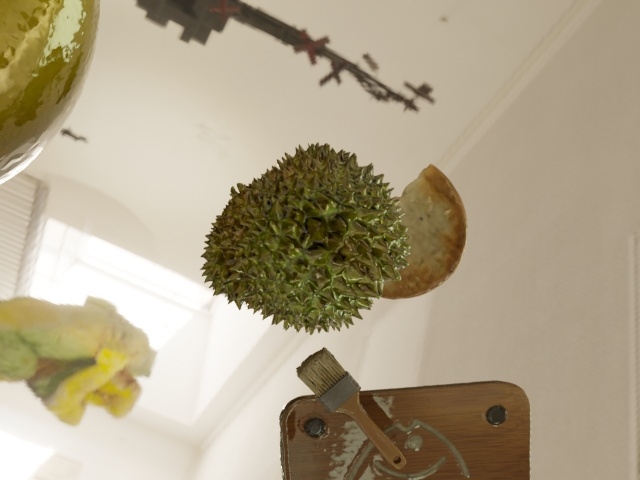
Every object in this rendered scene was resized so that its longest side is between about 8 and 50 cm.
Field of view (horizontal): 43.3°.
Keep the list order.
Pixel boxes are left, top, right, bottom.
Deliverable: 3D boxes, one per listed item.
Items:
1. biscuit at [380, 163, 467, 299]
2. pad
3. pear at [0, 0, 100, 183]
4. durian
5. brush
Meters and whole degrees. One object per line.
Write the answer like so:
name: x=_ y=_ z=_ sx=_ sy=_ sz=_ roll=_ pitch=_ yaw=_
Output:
biscuit: x=0.184 y=0.008 z=1.644 sx=0.309 sy=0.204 sz=0.040 roll=-44 pitch=174 yaw=25
pad: x=0.100 y=0.299 z=0.925 sx=0.018 sy=0.287 sz=0.283 roll=-107 pitch=-167 yaw=-76
pear: x=-0.335 y=-0.153 z=0.747 sx=0.386 sy=0.191 sz=0.340 roll=-41 pitch=-178 yaw=24
durian: x=-0.002 y=0.001 z=0.891 sx=0.237 sy=0.177 sz=0.200 roll=-25 pitch=137 yaw=-47
brush: x=0.039 y=0.183 z=0.848 sx=0.043 sy=0.170 sz=0.014 roll=-39 pitch=-162 yaw=-1
